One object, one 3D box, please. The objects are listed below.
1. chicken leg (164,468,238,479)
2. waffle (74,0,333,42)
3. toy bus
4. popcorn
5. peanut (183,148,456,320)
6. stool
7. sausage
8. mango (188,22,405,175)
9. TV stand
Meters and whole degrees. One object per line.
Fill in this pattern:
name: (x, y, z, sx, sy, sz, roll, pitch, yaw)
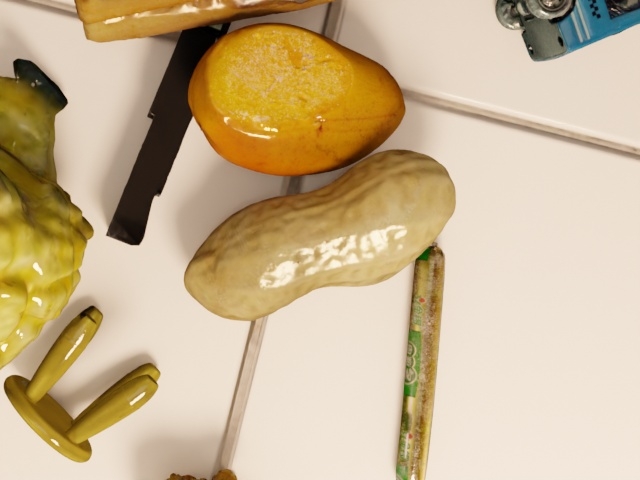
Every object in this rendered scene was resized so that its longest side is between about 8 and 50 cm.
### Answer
chicken leg: (-0.080, 0.295, 1.161, 0.207, 0.085, 0.101, 37, 79, -14)
waffle: (-0.078, -0.315, 1.083, 0.328, 0.098, 0.224, -11, 77, -5)
toy bus: (0.221, -0.303, 1.121, 0.134, 0.113, 0.246, -20, 97, -7)
popcorn: (-0.348, -0.009, 1.038, 0.237, 0.293, 0.293, -33, 96, 17)
peanut: (0.000, 0.000, 1.130, 0.275, 0.125, 0.111, -20, 57, 4)
stool: (-0.226, 0.136, 1.123, 0.110, 0.134, 0.135, -44, 140, -2)
sausage: (0.101, 0.130, 1.181, 0.033, 0.033, 0.269, 5, 94, -4)
mango: (-0.020, -0.131, 1.118, 0.217, 0.102, 0.141, 0, 88, -20)
TV stand: (-0.146, -0.119, 1.141, 0.040, 0.049, 0.256, 22, 91, -7)
